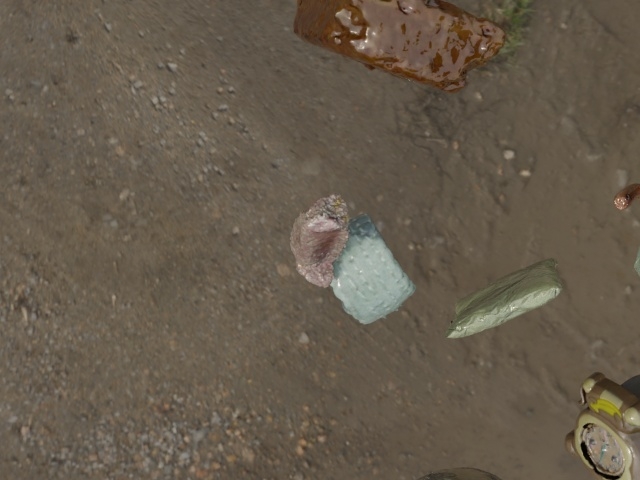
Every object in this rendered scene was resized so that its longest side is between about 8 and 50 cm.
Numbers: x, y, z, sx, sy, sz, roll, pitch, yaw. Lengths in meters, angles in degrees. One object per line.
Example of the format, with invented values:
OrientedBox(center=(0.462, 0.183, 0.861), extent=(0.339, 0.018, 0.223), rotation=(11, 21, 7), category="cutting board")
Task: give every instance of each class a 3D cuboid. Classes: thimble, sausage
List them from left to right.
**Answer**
OrientedBox(center=(0.095, 0.073, 1.694), extent=(0.172, 0.205, 0.250), rotation=(-32, 119, 4), category="thimble")
OrientedBox(center=(0.706, -0.101, 1.698), extent=(0.040, 0.047, 0.177), rotation=(-36, 169, 38), category="sausage")

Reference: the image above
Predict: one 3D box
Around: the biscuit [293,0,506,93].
OrientedBox(center=(0.139, -0.430, 1.545), extent=(0.343, 0.395, 0.166), rotation=(17, 102, -19), category="biscuit")

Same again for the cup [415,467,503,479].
OrientedBox(center=(0.181, 0.490, 1.126), extent=(0.257, 0.228, 0.300), rotation=(37, 68, -59), category="cup")

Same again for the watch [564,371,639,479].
OrientedBox(center=(0.888, 0.506, 2.037), extent=(0.327, 0.314, 0.334), rotation=(-14, 115, -23), category="watch")

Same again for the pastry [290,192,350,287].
OrientedBox(center=(-0.002, -0.010, 1.492), extent=(0.103, 0.112, 0.265), rotation=(-3, 150, -11), category="pastry")

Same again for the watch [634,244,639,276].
OrientedBox(center=(0.788, 0.045, 1.530), extent=(0.241, 0.253, 0.161), rotation=(-35, 125, -17), category="watch")

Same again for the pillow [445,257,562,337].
OrientedBox(center=(0.429, 0.139, 1.739), extent=(0.275, 0.281, 0.076), rotation=(-28, 92, 18), category="pillow")
